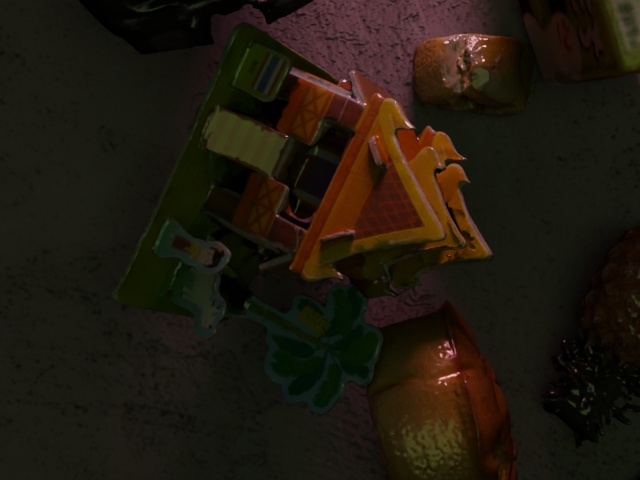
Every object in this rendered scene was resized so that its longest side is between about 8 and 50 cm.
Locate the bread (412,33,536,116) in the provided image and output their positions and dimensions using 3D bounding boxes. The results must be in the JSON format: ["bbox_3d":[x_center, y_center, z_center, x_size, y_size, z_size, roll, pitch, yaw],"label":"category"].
[{"bbox_3d":[0.193,-0.200,1.302,0.156,0.110,0.103,-2,89,-6],"label":"bread"}]

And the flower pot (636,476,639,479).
[{"bbox_3d":[0.488,0.403,1.338,0.166,0.269,0.269,30,93,-29],"label":"flower pot"}]

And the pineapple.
[{"bbox_3d":[0.358,0.124,1.342,0.158,0.158,0.278,31,106,-7],"label":"pineapple"}]

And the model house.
[{"bbox_3d":[0.000,0.000,1.175,0.313,0.242,0.357,28,93,32],"label":"model house"}]

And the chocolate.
[{"bbox_3d":[0.300,-0.316,1.202,0.137,0.289,0.300,-22,96,-5],"label":"chocolate"}]

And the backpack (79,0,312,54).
[{"bbox_3d":[-0.161,-0.400,1.152,0.363,0.255,0.445,-17,64,0],"label":"backpack"}]

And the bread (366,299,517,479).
[{"bbox_3d":[0.142,0.208,1.267,0.148,0.270,0.269,-14,97,6],"label":"bread"}]
